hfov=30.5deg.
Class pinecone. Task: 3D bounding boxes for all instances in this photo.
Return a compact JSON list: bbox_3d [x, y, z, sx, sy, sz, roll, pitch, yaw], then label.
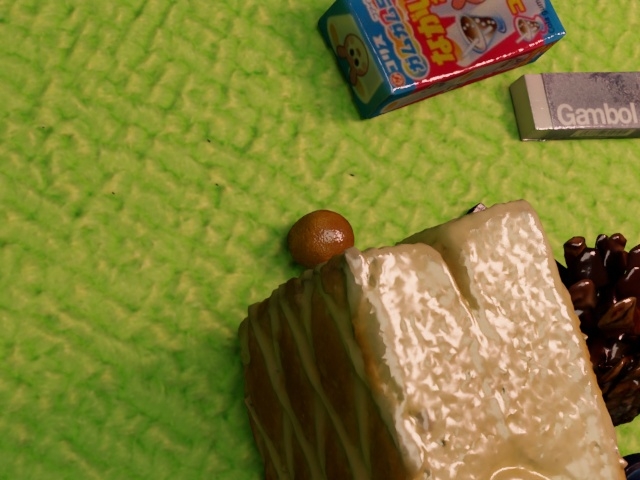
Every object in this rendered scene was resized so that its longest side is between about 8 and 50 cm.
[{"bbox_3d":[0.352,0.109,1.465,0.264,0.264,0.264,6,71,-19],"label":"pinecone"}]

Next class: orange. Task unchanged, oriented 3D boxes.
[{"bbox_3d":[0.000,0.000,1.451,0.085,0.085,0.085,6,71,-19],"label":"orange"}]

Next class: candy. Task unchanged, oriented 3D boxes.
[{"bbox_3d":[0.166,-0.287,1.591,0.306,0.100,0.157,-21,83,-24],"label":"candy"}]

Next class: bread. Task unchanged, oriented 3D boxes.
[{"bbox_3d":[0.097,0.190,1.265,0.279,0.371,0.390,-9,81,-28],"label":"bread"}]

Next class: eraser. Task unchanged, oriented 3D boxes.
[{"bbox_3d":[0.378,-0.191,1.671,0.213,0.046,0.091,-4,75,-23],"label":"eraser"}]

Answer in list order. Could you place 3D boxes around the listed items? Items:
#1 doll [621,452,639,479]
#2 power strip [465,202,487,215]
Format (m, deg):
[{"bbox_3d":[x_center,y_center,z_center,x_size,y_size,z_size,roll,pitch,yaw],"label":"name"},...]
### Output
[{"bbox_3d":[0.392,0.408,1.391,0.284,0.240,0.309,14,74,-32],"label":"doll"},{"bbox_3d":[0.190,-0.001,1.547,0.038,0.029,0.111,42,64,-4],"label":"power strip"}]
